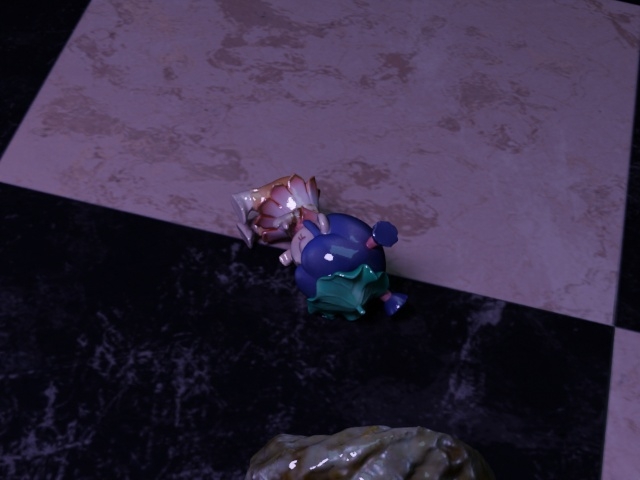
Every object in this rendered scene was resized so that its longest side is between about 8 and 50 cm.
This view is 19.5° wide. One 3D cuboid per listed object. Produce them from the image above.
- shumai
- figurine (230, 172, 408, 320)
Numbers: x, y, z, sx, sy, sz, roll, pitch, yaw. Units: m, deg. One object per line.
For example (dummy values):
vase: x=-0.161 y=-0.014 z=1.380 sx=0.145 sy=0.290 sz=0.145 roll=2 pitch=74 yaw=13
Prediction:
shumai: x=0.034 y=0.268 z=1.467 sx=0.189 sy=0.256 sz=0.218 roll=1 pitch=65 yaw=24
figurine: x=0.000 y=0.000 z=1.865 sx=0.102 sy=0.111 sz=0.195 roll=-31 pitch=52 yaw=-15
